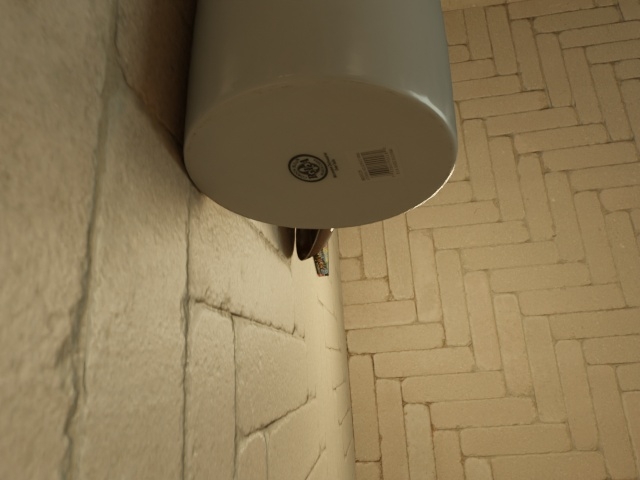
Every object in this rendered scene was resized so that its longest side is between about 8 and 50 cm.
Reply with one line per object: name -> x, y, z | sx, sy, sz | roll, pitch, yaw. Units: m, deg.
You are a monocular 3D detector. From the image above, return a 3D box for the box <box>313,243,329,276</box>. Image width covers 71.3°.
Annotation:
box -> 0.000, 0.000, 1.722 | 0.159, 0.044, 0.233 | 78, 9, -49

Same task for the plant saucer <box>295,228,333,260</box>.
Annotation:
plant saucer -> -0.003, -0.098, 1.139 | 0.310, 0.050, 0.311 | -171, -90, -76

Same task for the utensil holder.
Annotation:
utensil holder -> -0.005, -0.248, 0.576 | 0.327, 0.327, 0.385 | 72, 17, -66
